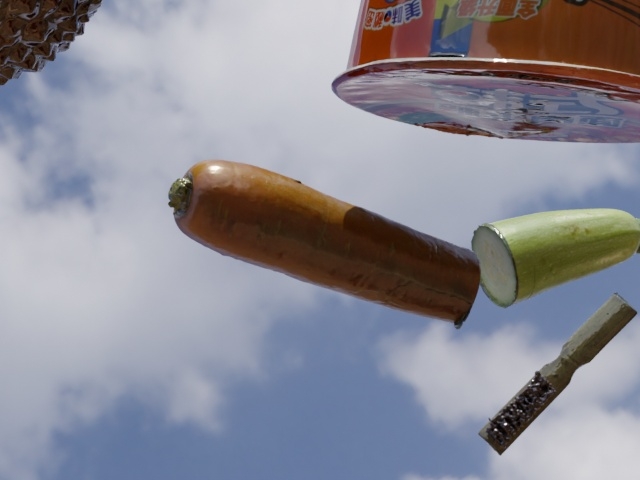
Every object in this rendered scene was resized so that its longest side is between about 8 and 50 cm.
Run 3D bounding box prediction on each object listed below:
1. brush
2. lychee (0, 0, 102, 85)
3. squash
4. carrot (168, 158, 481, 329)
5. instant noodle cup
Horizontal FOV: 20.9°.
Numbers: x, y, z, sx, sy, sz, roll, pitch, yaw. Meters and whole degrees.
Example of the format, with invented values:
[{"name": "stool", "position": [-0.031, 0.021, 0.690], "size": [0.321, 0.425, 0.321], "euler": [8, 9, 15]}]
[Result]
[{"name": "brush", "position": [0.291, 0.160, 2.111], "size": [0.248, 0.043, 0.036], "euler": [-44, -13, -7]}, {"name": "lychee", "position": [-0.265, -0.262, 1.287], "size": [0.276, 0.276, 0.304], "euler": [-22, -51, -9]}, {"name": "squash", "position": [0.276, 0.010, 1.857], "size": [0.224, 0.094, 0.094], "euler": [-10, -46, -24]}, {"name": "carrot", "position": [0.000, 0.000, 1.174], "size": [0.225, 0.067, 0.067], "euler": [20, -60, -19]}, {"name": "instant noodle cup", "position": [0.141, -0.178, 1.130], "size": [0.250, 0.250, 0.192], "euler": [11, -97, -36]}]
